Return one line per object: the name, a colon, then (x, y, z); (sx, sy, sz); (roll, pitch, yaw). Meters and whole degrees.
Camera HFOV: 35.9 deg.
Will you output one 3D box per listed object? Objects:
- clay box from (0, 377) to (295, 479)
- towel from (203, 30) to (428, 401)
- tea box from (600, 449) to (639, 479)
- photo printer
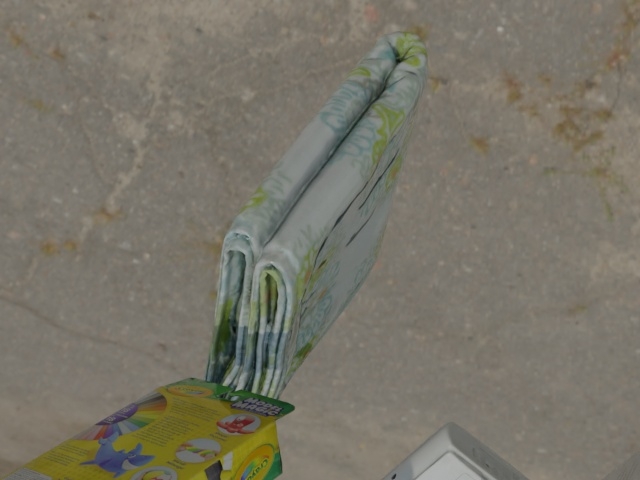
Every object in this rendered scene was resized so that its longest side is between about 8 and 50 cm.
clay box: (-0.127, 0.172, 0.717); (0.127, 0.222, 0.053); (9, 112, 38)
towel: (0.000, 0.000, 1.042); (0.090, 0.374, 0.320); (27, 139, 9)
tea box: (0.439, 0.357, 0.994); (0.220, 0.329, 0.323); (-43, 76, 19)
photo printer: (0.205, 0.480, 1.670); (0.256, 0.107, 0.307); (38, 115, -10)
